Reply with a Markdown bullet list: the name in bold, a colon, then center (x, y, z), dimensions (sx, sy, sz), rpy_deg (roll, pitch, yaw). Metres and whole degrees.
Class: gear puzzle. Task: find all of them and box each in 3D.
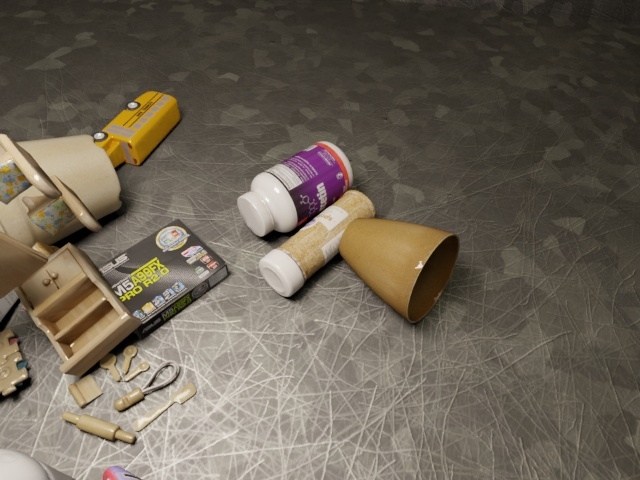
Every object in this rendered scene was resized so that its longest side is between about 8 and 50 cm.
- **gear puzzle**: center (-0.789, 0.334, 0.888), dimensions (0.338, 0.044, 0.175), rpy_deg (-31, 52, -26)

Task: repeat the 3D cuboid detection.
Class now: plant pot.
- **plant pot**: center (-0.715, -0.130, 1.122), dimensions (0.333, 0.334, 0.305), rpy_deg (38, 47, 24)
- **plant pot**: center (0.179, 0.045, 1.097), dimensions (0.254, 0.237, 0.237), rpy_deg (27, 53, 32)

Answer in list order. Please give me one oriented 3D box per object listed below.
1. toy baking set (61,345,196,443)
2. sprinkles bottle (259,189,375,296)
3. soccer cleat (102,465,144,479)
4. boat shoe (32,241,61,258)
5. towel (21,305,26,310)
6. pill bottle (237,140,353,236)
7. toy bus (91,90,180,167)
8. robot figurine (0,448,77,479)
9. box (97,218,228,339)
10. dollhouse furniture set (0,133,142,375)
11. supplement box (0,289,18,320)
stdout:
- **toy baking set**: center (-0.413, 0.328, 0.928), dimensions (0.256, 0.030, 0.197), rpy_deg (18, 52, 10)
- **sprinkles bottle**: center (0.000, 0.000, 1.165), dimensions (0.121, 0.121, 0.355), rpy_deg (36, 57, 23)
- **soccer cleat**: center (-0.298, 0.495, 0.784), dimensions (0.248, 0.083, 0.095), rpy_deg (29, 25, 24)
- **boat shoe**: center (-0.660, 0.051, 1.057), dimensions (0.063, 0.170, 0.059), rpy_deg (41, 79, 9)
- **towel**: center (-0.681, 0.160, 1.057), dimensions (0.083, 0.009, 0.060), rpy_deg (24, 53, 14)
- **pill bottle**: center (-0.070, -0.144, 1.236), dimensions (0.323, 0.182, 0.181), rpy_deg (-35, 61, -27)
- **toy bus**: center (-0.604, -0.354, 1.415), dimensions (0.130, 0.108, 0.333), rpy_deg (17, 51, 7)
- **robot figurine**: center (-0.468, 0.434, 0.631), dimensions (0.299, 0.354, 0.200), rpy_deg (27, 54, 18)
- **box**: center (-0.408, 0.087, 1.102), dimensions (0.216, 0.060, 0.270), rpy_deg (39, 59, 23)
- **dollhouse furniture set**: center (-0.568, 0.087, 0.825), dimensions (0.362, 0.394, 0.256), rpy_deg (-43, 70, -12)
- **supplement box**: center (-0.799, 0.163, 0.956), dimensions (0.111, 0.114, 0.220), rpy_deg (0, 43, 4)
